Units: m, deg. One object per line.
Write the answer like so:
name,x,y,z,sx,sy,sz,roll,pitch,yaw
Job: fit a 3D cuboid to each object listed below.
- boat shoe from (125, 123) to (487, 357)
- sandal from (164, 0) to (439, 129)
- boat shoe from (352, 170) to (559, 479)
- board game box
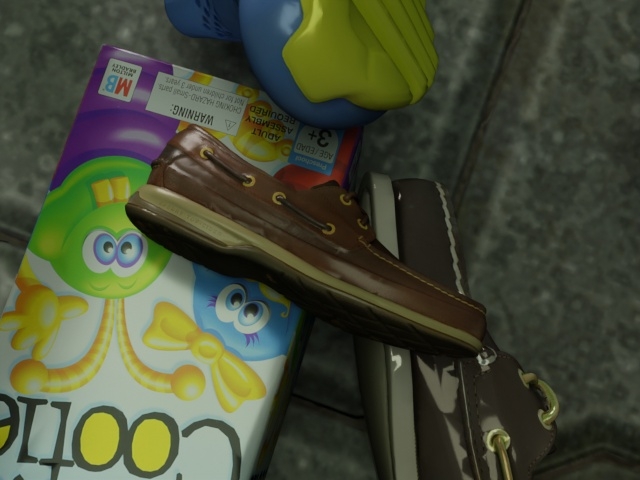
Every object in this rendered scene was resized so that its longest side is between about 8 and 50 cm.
boat shoe,0.000,0.000,0.726,0.178,0.064,0.060,25,76,5
sandal,-0.020,-0.138,0.830,0.138,0.317,0.126,-21,114,10
boat shoe,0.077,0.120,0.818,0.096,0.116,0.324,-7,79,-5
board game box,-0.086,0.064,0.811,0.144,0.142,0.275,16,75,3
